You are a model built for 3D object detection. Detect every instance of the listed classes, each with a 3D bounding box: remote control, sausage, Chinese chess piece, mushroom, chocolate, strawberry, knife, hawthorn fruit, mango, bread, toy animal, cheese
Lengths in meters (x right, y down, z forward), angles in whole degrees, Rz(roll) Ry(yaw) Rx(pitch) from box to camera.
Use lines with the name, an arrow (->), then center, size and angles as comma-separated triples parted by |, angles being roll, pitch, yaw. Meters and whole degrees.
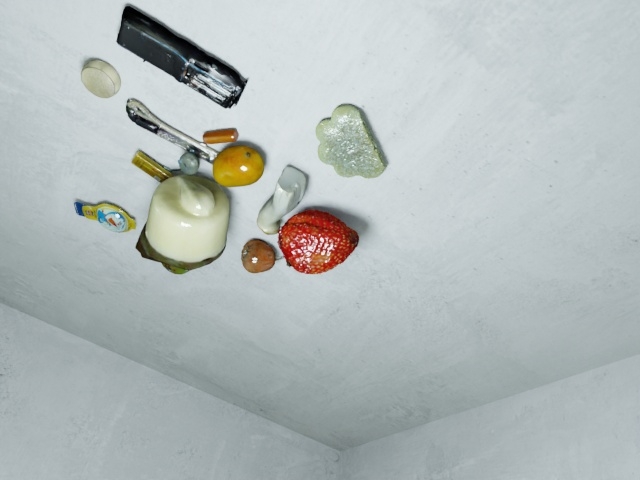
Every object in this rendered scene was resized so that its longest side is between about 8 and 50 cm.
remote control -> -0.422, -0.536, 1.462 | 0.398, 0.062, 0.144 | 28, 139, -14
sausage -> -0.346, -0.355, 1.657 | 0.131, 0.041, 0.039 | -2, 158, 20
Chinese chess piece -> -0.715, -0.526, 1.576 | 0.122, 0.051, 0.122 | 8, 140, 6
mushroom -> -0.157, -0.133, 1.766 | 0.122, 0.159, 0.329 | 56, 142, 15
chocolate -> -0.502, -0.102, 1.805 | 0.325, 0.314, 0.297 | 15, 131, 5
strawberry -> 0.000, 0.000, 1.781 | 0.288, 0.250, 0.239 | 2, 142, 40
knife -> -0.517, -0.369, 1.695 | 0.365, 0.043, 0.089 | 30, 143, -17
hawthorn fruit -> -0.249, 0.082, 2.038 | 0.189, 0.149, 0.149 | 33, 137, -13
mango -> -0.297, -0.256, 1.694 | 0.221, 0.121, 0.152 | -6, 137, 34
bread -> 0.085, -0.299, 1.577 | 0.207, 0.056, 0.287 | -16, 129, 29
toy animal -> -0.496, -0.274, 1.765 | 0.252, 0.070, 0.079 | 0, 130, 56
cheese -> -0.935, -0.104, 2.102 | 0.270, 0.069, 0.177 | 17, 139, -1

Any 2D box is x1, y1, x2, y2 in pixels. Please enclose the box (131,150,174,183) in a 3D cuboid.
box -> -0.641, -0.272, 1.844 | 0.156, 0.022, 0.089 | 35, 151, -20

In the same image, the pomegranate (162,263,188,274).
pomegranate -> -0.613, 0.079, 2.159 | 0.205, 0.159, 0.159 | 12, 147, -36
